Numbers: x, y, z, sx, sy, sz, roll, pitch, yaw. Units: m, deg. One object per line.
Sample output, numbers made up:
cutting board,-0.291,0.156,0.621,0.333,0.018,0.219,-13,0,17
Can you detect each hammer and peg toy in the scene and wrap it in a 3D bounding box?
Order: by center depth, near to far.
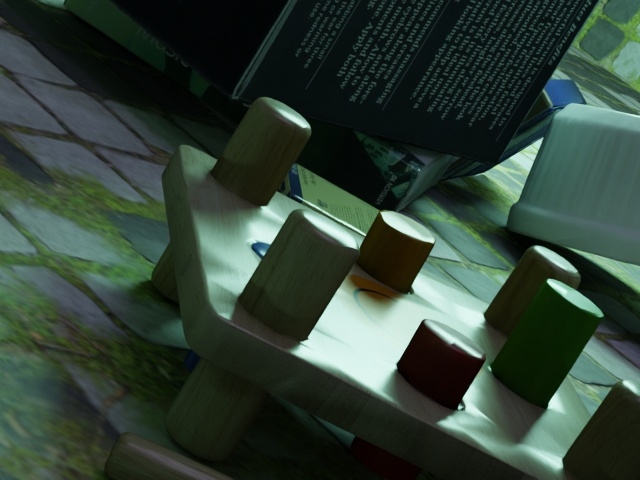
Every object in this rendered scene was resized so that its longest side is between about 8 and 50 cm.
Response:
hammer and peg toy,0.039,0.066,0.885,0.266,0.127,0.361,28,15,-16

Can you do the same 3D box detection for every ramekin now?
ramekin,0.313,-0.040,1.650,0.273,0.127,0.273,13,4,-1

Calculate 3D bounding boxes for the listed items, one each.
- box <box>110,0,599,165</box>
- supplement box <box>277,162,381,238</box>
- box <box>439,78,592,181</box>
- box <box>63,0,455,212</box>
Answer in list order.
box,0.003,-0.242,1.453,0.293,0.212,0.395,40,17,29
supplement box,0.000,0.000,1.169,0.083,0.056,0.083,29,15,-13
box,0.179,-0.107,1.746,0.036,0.136,0.225,60,18,7
box,-0.039,-0.140,1.553,0.322,0.058,0.232,32,15,6
